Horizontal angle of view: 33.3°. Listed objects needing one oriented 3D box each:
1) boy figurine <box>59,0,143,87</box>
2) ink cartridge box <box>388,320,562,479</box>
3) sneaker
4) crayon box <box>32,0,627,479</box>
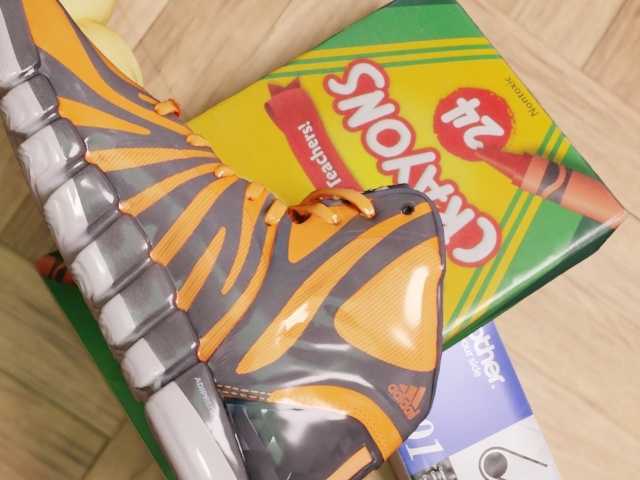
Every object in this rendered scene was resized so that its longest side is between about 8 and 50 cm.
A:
[{"bbox_3d":[-0.192,-0.174,0.663,0.177,0.092,0.285,-37,94,-12],"label":"boy figurine"},{"bbox_3d":[0.099,0.144,0.720,0.097,0.046,0.207,-24,91,-13],"label":"ink cartridge box"},{"bbox_3d":[-0.049,-0.017,0.576,0.180,0.124,0.321,-27,85,-13],"label":"sneaker"},{"bbox_3d":[0.000,0.000,0.667,0.319,0.081,0.202,-33,76,-11],"label":"crayon box"}]
